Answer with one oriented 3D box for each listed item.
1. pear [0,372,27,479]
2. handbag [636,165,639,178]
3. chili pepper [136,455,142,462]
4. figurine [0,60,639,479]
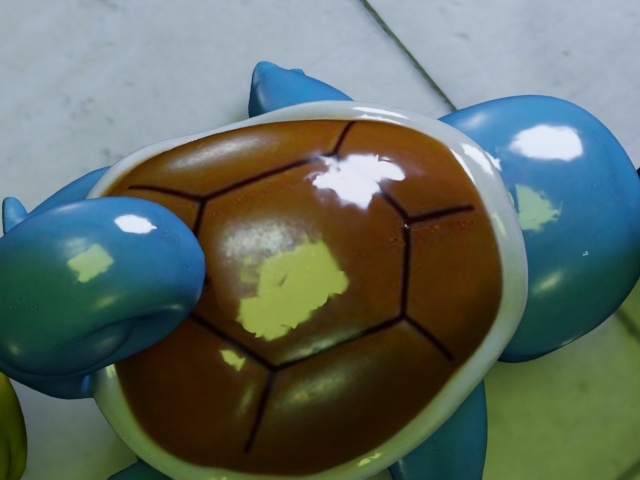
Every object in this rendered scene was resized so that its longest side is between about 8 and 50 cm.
[{"bbox_3d":[-0.281,0.084,0.931,0.269,0.212,0.212,24,75,-6],"label":"pear"},{"bbox_3d":[0.333,-0.103,1.015,0.326,0.269,0.118,-30,80,-13],"label":"handbag"},{"bbox_3d":[-0.091,0.136,1.031,0.034,0.030,0.091,-13,74,16],"label":"chili pepper"},{"bbox_3d":[-0.026,0.021,0.980,0.416,0.243,0.298,-9,64,-40],"label":"figurine"}]
